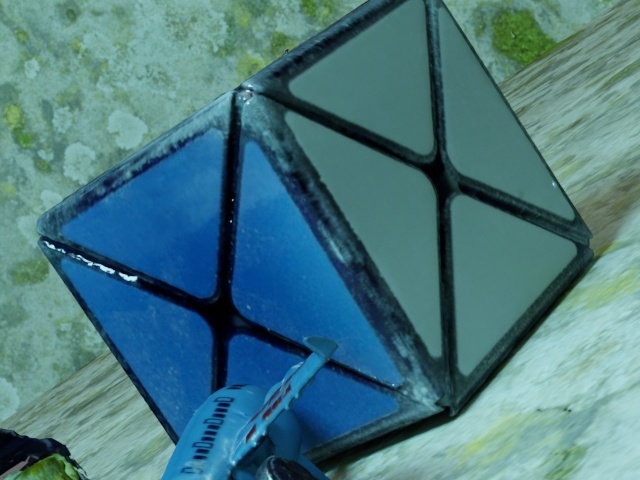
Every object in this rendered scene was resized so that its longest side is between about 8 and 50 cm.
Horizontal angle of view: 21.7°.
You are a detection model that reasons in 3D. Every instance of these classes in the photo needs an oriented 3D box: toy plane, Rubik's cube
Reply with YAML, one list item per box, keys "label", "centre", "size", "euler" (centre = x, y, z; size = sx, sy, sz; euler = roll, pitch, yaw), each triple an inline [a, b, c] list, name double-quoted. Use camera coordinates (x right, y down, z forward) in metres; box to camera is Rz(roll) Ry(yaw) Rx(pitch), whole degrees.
- label: "toy plane"
  centre: [-0.053, 0.144, 0.968]
  size: [0.254, 0.105, 0.271]
  euler: [-53, -9, 19]
- label: "Rubik's cube"
  centre: [0.000, 0.000, 1.200]
  size: [0.259, 0.260, 0.255]
  euler: [-25, 9, 42]

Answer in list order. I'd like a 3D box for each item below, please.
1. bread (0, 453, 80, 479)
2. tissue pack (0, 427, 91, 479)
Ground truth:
- label: "bread"
  centre: [-0.216, 0.235, 1.103]
  size: [0.186, 0.124, 0.257]
  euler: [-36, 5, -13]
- label: "tissue pack"
  centre: [-0.333, 0.269, 1.455]
  size: [0.245, 0.123, 0.332]
  euler: [-34, 5, -20]
